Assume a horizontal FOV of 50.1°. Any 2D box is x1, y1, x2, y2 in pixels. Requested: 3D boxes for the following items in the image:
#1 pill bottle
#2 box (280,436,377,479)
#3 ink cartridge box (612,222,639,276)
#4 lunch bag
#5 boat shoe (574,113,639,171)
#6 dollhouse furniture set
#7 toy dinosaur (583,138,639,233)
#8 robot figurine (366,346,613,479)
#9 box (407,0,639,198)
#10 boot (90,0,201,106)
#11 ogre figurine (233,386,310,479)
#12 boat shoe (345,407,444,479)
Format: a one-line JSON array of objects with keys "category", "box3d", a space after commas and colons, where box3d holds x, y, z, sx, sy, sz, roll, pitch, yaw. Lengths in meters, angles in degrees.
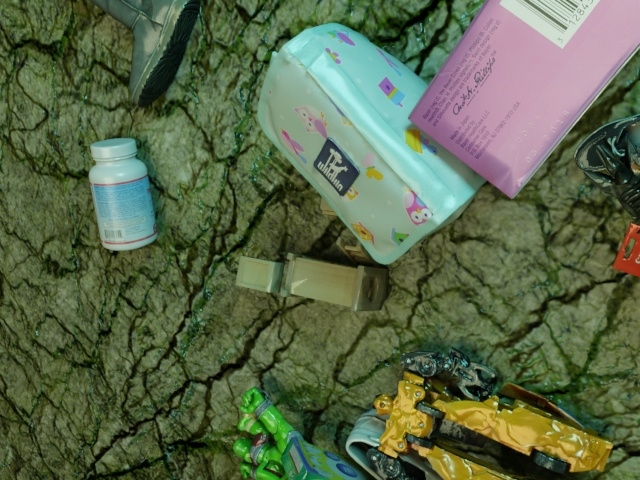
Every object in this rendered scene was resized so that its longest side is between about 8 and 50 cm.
[{"category": "pill bottle", "box3d": [-0.305, -0.072, 1.051, 0.087, 0.087, 0.160, 7, 113, 27]}, {"category": "box", "box3d": [0.037, 0.353, 0.992, 0.179, 0.105, 0.043, 28, 93, -18]}, {"category": "ink cartridge box", "box3d": [0.384, 0.029, 0.742, 0.115, 0.029, 0.063, 21, 119, 20]}, {"category": "lunch bag", "box3d": [0.059, -0.100, 0.710, 0.160, 0.262, 0.223, -41, 85, 11]}, {"category": "boat shoe", "box3d": [0.324, -0.105, 0.714, 0.125, 0.038, 0.046, -22, 98, 34]}, {"category": "dollhouse furniture set", "box3d": [0.000, 0.000, 0.929, 0.181, 0.101, 0.161, 10, 90, 26]}, {"category": "toy dinosaur", "box3d": [0.348, -0.022, 0.599, 0.164, 0.218, 0.322, -9, 122, 6]}, {"category": "robot figurine", "box3d": [0.204, 0.263, 0.881, 0.291, 0.085, 0.211, 20, 91, 21]}, {"category": "box", "box3d": [0.218, -0.183, 0.617, 0.117, 0.243, 0.214, 40, 124, 9]}, {"category": "boot", "box3d": [-0.282, -0.315, 0.947, 0.208, 0.076, 0.190, 33, 108, 6]}, {"category": "ogre figurine", "box3d": [-0.080, 0.333, 1.089, 0.118, 0.096, 0.197, 30, 111, 29]}, {"category": "boat shoe", "box3d": [0.152, 0.347, 0.966, 0.267, 0.088, 0.096, 40, 123, 9]}]
